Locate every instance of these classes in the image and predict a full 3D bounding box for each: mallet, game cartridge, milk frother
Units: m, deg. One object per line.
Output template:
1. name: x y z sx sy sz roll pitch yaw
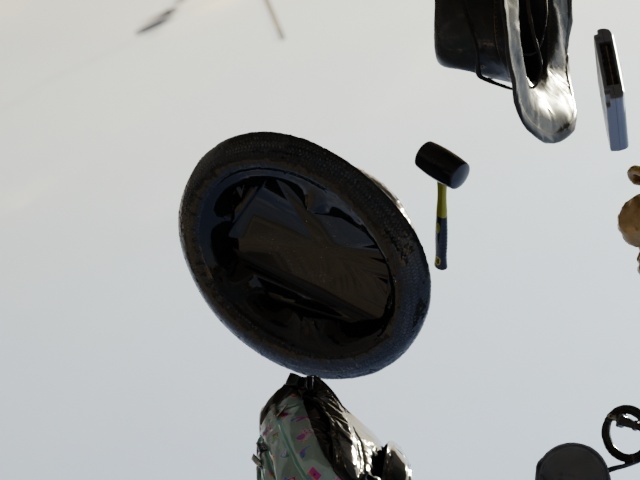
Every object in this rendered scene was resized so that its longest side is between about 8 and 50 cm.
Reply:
1. mallet: 0.152 -0.032 2.372 0.039 0.189 0.062 -36 -134 -29
2. game cartridge: 0.206 -0.104 1.404 0.017 0.056 0.083 -5 -138 4
3. milk frother: 0.316 0.250 2.273 0.129 0.143 0.135 7 172 10

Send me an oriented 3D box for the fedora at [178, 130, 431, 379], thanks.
1. fedora: 0.000 0.000 2.390 0.334 0.334 0.152 -9 -163 31

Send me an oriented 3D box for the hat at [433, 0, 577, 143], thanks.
1. hat: 0.196 -0.255 2.273 0.134 0.331 0.331 -6 -153 21

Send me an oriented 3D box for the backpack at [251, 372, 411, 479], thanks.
1. backpack: 0.008 0.224 1.854 0.115 0.152 0.182 -50 -160 13

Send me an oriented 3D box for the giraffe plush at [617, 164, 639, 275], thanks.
1. giraffe plush: 0.398 -0.027 2.127 0.210 0.181 0.170 -32 -169 -14
